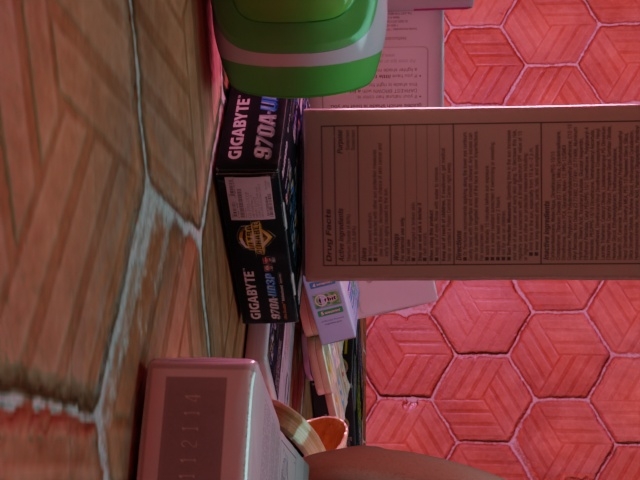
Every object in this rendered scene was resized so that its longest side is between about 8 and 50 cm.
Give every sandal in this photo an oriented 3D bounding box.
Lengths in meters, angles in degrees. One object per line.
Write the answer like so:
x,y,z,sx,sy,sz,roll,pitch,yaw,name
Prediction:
-0.001,0.195,1.026,0.079,0.088,0.240,-55,152,-25,sandal

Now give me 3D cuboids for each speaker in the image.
-0.019,-0.254,0.752,0.131,0.131,0.296,-78,167,-68,speaker

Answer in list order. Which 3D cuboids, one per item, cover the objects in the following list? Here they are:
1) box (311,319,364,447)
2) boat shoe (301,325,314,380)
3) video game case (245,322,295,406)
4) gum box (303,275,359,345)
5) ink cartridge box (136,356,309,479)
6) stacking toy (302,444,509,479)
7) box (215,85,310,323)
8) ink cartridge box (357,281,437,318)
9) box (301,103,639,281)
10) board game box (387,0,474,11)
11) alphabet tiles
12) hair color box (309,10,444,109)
0.030,0.223,1.669,0.216,0.060,0.270,-85,173,-48,box
-0.004,0.146,1.423,0.035,0.035,0.100,-85,172,-48,boat shoe
-0.045,0.072,1.051,0.173,0.022,0.190,83,9,-55,video game case
0.000,0.000,1.198,0.157,0.041,0.184,-75,150,-75,gum box
-0.057,0.247,0.641,0.261,0.066,0.296,79,12,-66,ink cartridge box
0.039,0.432,0.821,0.350,0.350,0.480,84,25,-51,stacking toy
-0.041,-0.068,0.925,0.175,0.051,0.220,85,7,-47,box
0.078,0.014,1.436,0.176,0.127,0.128,-70,147,-77,ink cartridge box
0.142,-0.042,0.926,0.121,0.311,0.148,-48,139,-83,box
0.083,-0.444,1.391,0.097,0.224,0.303,71,20,-72,board game box
0.004,0.080,1.344,0.284,0.021,0.278,-68,148,-78,alphabet tiles
0.079,-0.154,1.537,0.113,0.185,0.374,-79,168,-69,hair color box
